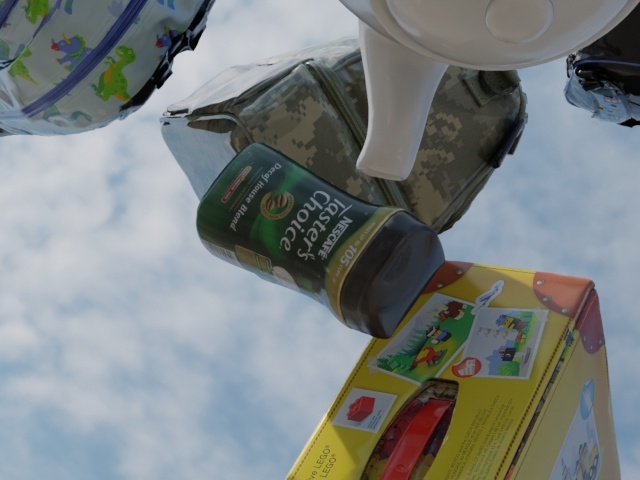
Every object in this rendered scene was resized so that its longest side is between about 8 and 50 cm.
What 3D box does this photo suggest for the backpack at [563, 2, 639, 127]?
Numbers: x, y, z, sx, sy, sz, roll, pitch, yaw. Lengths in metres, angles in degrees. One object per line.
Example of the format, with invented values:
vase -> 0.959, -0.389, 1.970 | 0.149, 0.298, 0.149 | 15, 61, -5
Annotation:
backpack -> 0.281, -0.156, 1.192 | 0.158, 0.173, 0.116 | 5, -98, 5

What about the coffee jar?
coffee jar -> 0.000, 0.000, 1.100 | 0.184, 0.096, 0.079 | 26, -21, 29

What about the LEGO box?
LEGO box -> 0.111, 0.320, 1.315 | 0.193, 0.500, 0.372 | 6, -50, 27

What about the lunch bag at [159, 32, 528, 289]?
lunch bag -> 0.026, -0.095, 1.345 | 0.212, 0.256, 0.305 | 59, -15, -14

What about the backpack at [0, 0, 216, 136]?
backpack -> -0.236, -0.231, 1.387 | 0.273, 0.290, 0.355 | 45, -9, -36

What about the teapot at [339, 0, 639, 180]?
teapot -> 0.097, -0.182, 0.747 | 0.253, 0.187, 0.256 | -15, -41, 15
